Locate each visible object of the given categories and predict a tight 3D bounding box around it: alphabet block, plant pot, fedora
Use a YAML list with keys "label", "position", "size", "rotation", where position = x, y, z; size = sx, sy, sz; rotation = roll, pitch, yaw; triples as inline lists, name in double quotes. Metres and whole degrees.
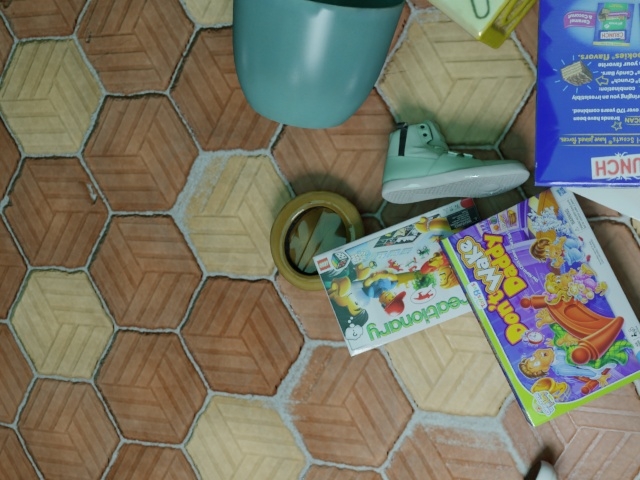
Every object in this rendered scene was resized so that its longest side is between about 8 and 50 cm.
- label: "alphabet block"
  position: [0.260, -0.454, 1.452]
  size: [0.197, 0.193, 0.192]
  rotation: [42, 111, 11]
- label: "plant pot"
  position: [-0.019, -0.335, 1.536]
  size: [0.293, 0.293, 0.235]
  rotation: [21, 120, 18]
- label: "fedora"
  position: [0.000, 0.000, 1.671]
  size: [0.195, 0.079, 0.194]
  rotation: [0, 89, 17]

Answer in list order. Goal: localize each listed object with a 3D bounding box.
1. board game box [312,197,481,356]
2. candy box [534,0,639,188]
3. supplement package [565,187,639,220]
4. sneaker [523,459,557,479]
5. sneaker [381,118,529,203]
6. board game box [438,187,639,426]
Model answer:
- label: "board game box"
  position: [0.161, 0.064, 1.580]
  size: [0.306, 0.053, 0.192]
  rotation: [-22, 89, 3]
- label: "candy box"
  position: [0.451, -0.233, 1.283]
  size: [0.268, 0.122, 0.316]
  rotation: [3, 94, 18]
- label: "supplement package"
  position: [0.532, -0.139, 1.408]
  size: [0.194, 0.149, 0.203]
  rotation: [27, 106, 17]
- label: "sneaker"
  position: [0.399, 0.530, 1.581]
  size: [0.123, 0.106, 0.290]
  rotation: [14, 110, 9]
- label: "sneaker"
  position: [0.232, -0.154, 1.542]
  size: [0.256, 0.094, 0.151]
  rotation: [-4, 67, 17]
- label: "board game box"
  position: [0.383, 0.106, 1.493]
  size: [0.233, 0.078, 0.347]
  rotation: [-26, 85, 2]
